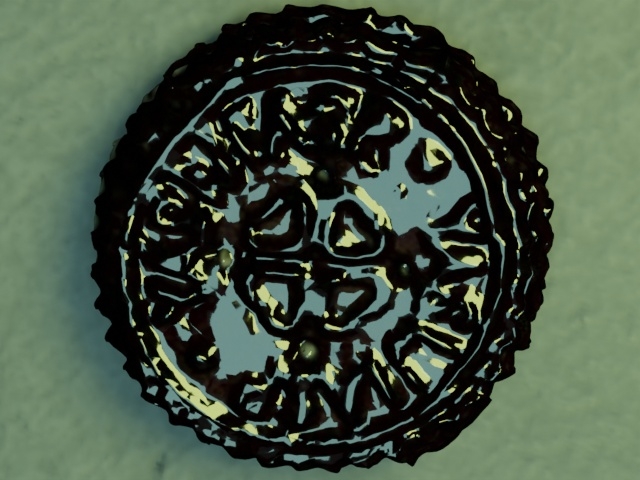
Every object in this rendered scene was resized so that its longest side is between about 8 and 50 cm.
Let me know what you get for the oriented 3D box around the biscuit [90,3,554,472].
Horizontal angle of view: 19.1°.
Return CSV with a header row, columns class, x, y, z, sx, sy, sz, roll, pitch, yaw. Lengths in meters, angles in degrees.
class,x,y,z,sx,sy,sz,roll,pitch,yaw
biscuit,0.000,0.000,0.766,0.194,0.053,0.194,1,100,3
